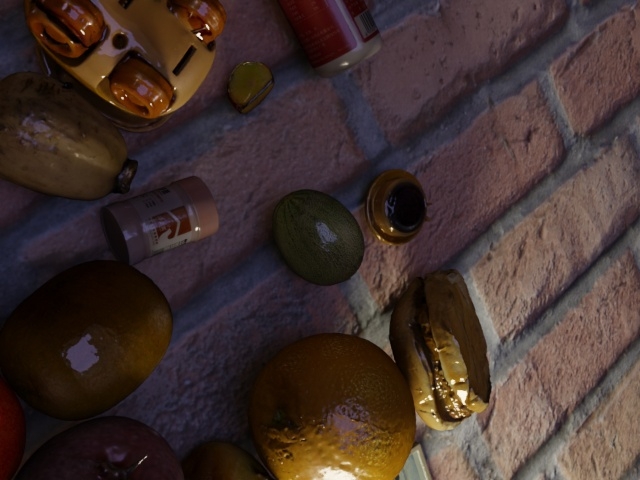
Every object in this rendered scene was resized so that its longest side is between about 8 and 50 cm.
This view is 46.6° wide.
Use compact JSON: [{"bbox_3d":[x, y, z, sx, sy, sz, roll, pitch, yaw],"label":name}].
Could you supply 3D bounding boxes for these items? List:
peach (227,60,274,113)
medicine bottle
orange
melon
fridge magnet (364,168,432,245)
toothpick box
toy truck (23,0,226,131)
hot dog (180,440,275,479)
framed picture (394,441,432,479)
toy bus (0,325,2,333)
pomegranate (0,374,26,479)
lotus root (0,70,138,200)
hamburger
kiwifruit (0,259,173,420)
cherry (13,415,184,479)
[{"bbox_3d":[-0.115,-0.248,1.225,0.077,0.050,0.083,3,78,-9],"label":"peach"},{"bbox_3d":[-0.003,-0.409,1.251,0.131,0.131,0.250,-38,108,-26],"label":"medicine bottle"},{"bbox_3d":[0.019,0.278,1.179,0.274,0.274,0.274,0,89,-32],"label":"orange"},{"bbox_3d":[0.000,0.000,1.246,0.139,0.139,0.192,-48,116,-23],"label":"melon"},{"bbox_3d":[0.144,-0.061,1.378,0.143,0.063,0.143,-2,93,-34],"label":"fridge magnet"},{"bbox_3d":[-0.241,-0.029,1.118,0.149,0.098,0.098,-23,102,-29],"label":"toothpick box"},{"bbox_3d":[-0.273,-0.288,1.037,0.288,0.211,0.204,40,69,-29],"label":"toy truck"},{"bbox_3d":[-0.193,0.493,1.073,0.185,0.223,0.405,48,66,-19],"label":"hot dog"},{"bbox_3d":[0.161,0.507,1.412,0.150,0.015,0.203,-23,102,-29],"label":"framed picture"},{"bbox_3d":[-0.493,0.030,0.982,0.096,0.073,0.235,-19,99,-21],"label":"toy bus"},{"bbox_3d":[-0.486,0.258,0.906,0.221,0.221,0.256,37,95,-26],"label":"pomegranate"},{"bbox_3d":[-0.370,-0.141,1.016,0.257,0.140,0.154,25,84,-32],"label":"lotus root"},{"bbox_3d":[0.213,0.188,1.320,0.259,0.144,0.283,69,23,-3],"label":"hamburger"},{"bbox_3d":[-0.312,0.128,1.016,0.196,0.196,0.234,55,47,-19],"label":"kiwifruit"},{"bbox_3d":[-0.304,0.364,0.951,0.221,0.307,0.261,45,25,-10],"label":"cherry"}]
